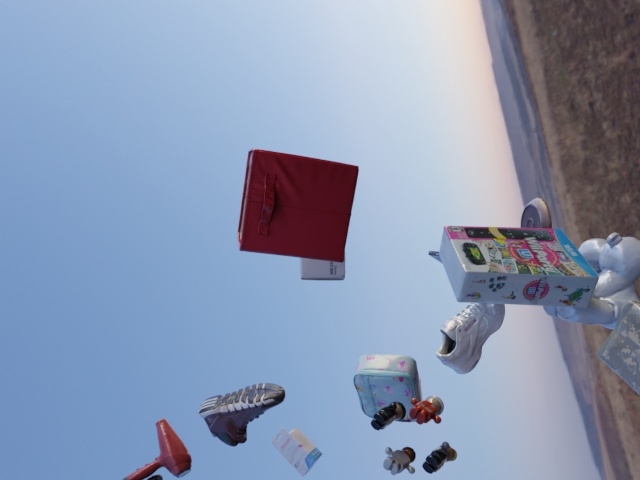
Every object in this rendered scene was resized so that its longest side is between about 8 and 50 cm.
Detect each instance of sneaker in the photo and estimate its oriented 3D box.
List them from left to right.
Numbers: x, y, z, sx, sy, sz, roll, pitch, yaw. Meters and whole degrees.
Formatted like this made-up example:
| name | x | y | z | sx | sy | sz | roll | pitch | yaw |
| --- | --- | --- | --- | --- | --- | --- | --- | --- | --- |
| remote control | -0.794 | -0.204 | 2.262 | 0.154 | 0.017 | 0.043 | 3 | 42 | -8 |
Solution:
| name | x | y | z | sx | sy | sz | roll | pitch | yaw |
| --- | --- | --- | --- | --- | --- | --- | --- | --- | --- |
| sneaker | -0.224 | 0.549 | 1.637 | 0.106 | 0.282 | 0.162 | -65 | -40 | -72 |
| sneaker | 0.466 | 0.263 | 1.637 | 0.152 | 0.114 | 0.305 | 30 | -95 | -25 |

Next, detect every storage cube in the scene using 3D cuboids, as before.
| name | x | y | z | sx | sy | sz | roll | pitch | yaw |
| --- | --- | --- | --- | --- | --- | --- | --- | --- | --- |
| storage cube | -0.052 | -0.069 | 1.007 | 0.215 | 0.193 | 0.183 | -143 | 61 | -76 |

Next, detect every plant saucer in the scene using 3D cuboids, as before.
| name | x | y | z | sx | sy | sz | roll | pitch | yaw |
| --- | --- | --- | --- | --- | --- | --- | --- | --- | --- |
| plant saucer | 0.645 | -0.045 | 1.590 | 0.168 | 0.029 | 0.168 | 180 | 90 | -87 |

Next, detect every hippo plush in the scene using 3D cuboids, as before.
| name | x | y | z | sx | sy | sz | roll | pitch | yaw |
| --- | --- | --- | --- | --- | --- | --- | --- | --- | --- |
| hippo plush | 0.708 | 0.097 | 1.322 | 0.294 | 0.235 | 0.236 | -171 | 93 | -72 |

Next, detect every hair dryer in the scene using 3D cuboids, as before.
| name | x | y | z | sx | sy | sz | roll | pitch | yaw |
| --- | --- | --- | --- | --- | --- | --- | --- | --- | --- |
| hair dryer | -0.519 | 0.707 | 1.650 | 0.080 | 0.224 | 0.293 | 108 | 173 | -55 |

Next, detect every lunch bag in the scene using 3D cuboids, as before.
| name | x | y | z | sx | sy | sz | roll | pitch | yaw |
| --- | --- | --- | --- | --- | --- | --- | --- | --- | --- |
| lunch bag | 0.230 | 0.512 | 1.800 | 0.107 | 0.224 | 0.279 | -71 | -27 | -50 |
| lunch bag | 0.742 | 0.255 | 1.014 | 0.235 | 0.287 | 0.168 | -111 | 36 | -64 |

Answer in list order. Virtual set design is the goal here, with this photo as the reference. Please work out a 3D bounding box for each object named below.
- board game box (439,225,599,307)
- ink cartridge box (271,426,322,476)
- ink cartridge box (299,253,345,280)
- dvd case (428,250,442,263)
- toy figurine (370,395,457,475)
| name | x | y | z | sx | sy | sz | roll | pitch | yaw |
| --- | --- | --- | --- | --- | --- | --- | --- | --- | --- |
| board game box | 0.464 | 0.057 | 1.275 | 0.224 | 0.304 | 0.097 | -92 | 5 | -59 |
| ink cartridge box | -0.094 | 0.810 | 2.053 | 0.181 | 0.104 | 0.062 | 41 | -156 | 20 |
| ink cartridge box | 0.000 | 0.000 | 1.404 | 0.273 | 0.114 | 0.196 | 178 | 91 | -87 |
| dvd case | 0.453 | 0.086 | 1.578 | 0.221 | 0.165 | 0.018 | 31 | -104 | -33 |
| toy figurine | 0.276 | 0.572 | 1.547 | 0.148 | 0.213 | 0.209 | 0 | -110 | -54 |
